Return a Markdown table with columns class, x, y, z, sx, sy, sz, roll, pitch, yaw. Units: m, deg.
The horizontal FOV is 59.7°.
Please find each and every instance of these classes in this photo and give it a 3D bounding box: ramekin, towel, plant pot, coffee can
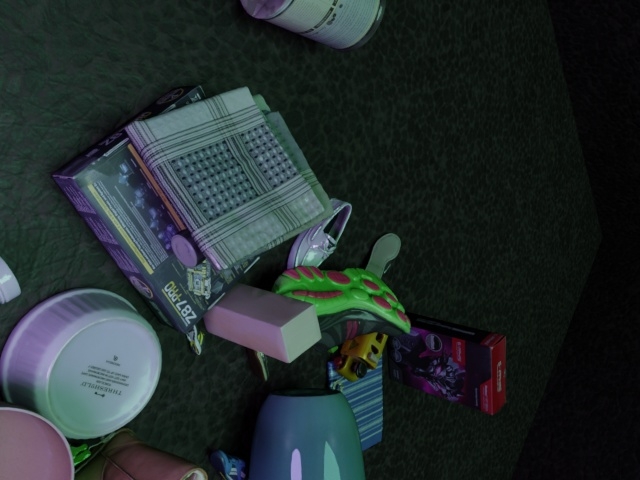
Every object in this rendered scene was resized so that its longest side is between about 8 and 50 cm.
| class | x | y | z | sx | sy | sz | roll | pitch | yaw |
| --- | --- | --- | --- | --- | --- | --- | --- | --- | --- |
| ramekin | -0.414 | 0.227 | 1.010 | 0.273 | 0.127 | 0.273 | -11 | 105 | -47 |
| towel | 0.105 | 0.500 | 1.709 | 0.243 | 0.040 | 0.336 | -10 | 102 | -45 |
| plant pot | -0.035 | 0.491 | 1.374 | 0.293 | 0.293 | 0.235 | 8 | 78 | -48 |
| towel | -0.147 | -0.131 | 1.052 | 0.324 | 0.056 | 0.312 | -30 | 86 | -42 |
| plant pot | -0.551 | 0.361 | 0.838 | 0.284 | 0.191 | 0.284 | -10 | 104 | -46 |
| coffee can | -0.014 | -0.557 | 1.245 | 0.275 | 0.201 | 0.202 | 0 | 97 | -48 |

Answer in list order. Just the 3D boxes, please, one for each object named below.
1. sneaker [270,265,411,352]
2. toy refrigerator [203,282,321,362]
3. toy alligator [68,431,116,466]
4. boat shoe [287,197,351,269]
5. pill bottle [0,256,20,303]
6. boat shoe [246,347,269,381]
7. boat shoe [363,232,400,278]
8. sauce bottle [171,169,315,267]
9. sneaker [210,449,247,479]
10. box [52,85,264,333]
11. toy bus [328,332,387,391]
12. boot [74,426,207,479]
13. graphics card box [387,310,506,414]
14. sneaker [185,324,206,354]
| class | x | y | z | sx | sy | sz | roll | pitch | yaw |
| --- | --- | --- | --- | --- | --- | --- | --- | --- | --- |
| sneaker | 0.046 | 0.188 | 1.474 | 0.482 | 0.185 | 0.202 | 15 | 127 | -37 |
| toy refrigerator | -0.134 | 0.172 | 1.201 | 0.102 | 0.269 | 0.094 | -31 | 120 | -41 |
| toy alligator | -0.475 | 0.407 | 1.038 | 0.051 | 0.056 | 0.189 | 47 | 53 | 5 |
| boat shoe | 0.000 | 0.000 | 1.453 | 0.095 | 0.084 | 0.258 | 40 | 69 | -45 |
| pill bottle | -0.562 | 0.095 | 0.835 | 0.186 | 0.112 | 0.112 | -37 | 123 | -38 |
| boat shoe | -0.147 | 0.274 | 1.366 | 0.049 | 0.056 | 0.152 | -29 | 118 | -35 |
| boat shoe | 0.177 | 0.063 | 1.696 | 0.206 | 0.075 | 0.065 | -57 | 176 | -31 |
| sauce bottle | -0.148 | -0.058 | 1.124 | 0.344 | 0.111 | 0.111 | -35 | 122 | -41 |
| sneaker | -0.219 | 0.539 | 1.342 | 0.059 | 0.053 | 0.144 | -45 | 136 | -32 |
| box | -0.280 | -0.060 | 1.128 | 0.318 | 0.097 | 0.395 | -50 | 131 | -32 |
| toy bus | 0.120 | 0.329 | 1.604 | 0.191 | 0.104 | 0.202 | -15 | 96 | -43 |
| boot | -0.362 | 0.468 | 1.006 | 0.236 | 0.269 | 0.089 | -57 | 131 | -25 |
| graphics card box | 0.382 | 0.368 | 1.732 | 0.094 | 0.371 | 0.233 | -25 | 116 | -43 |
| sneaker | -0.276 | 0.211 | 1.237 | 0.035 | 0.031 | 0.083 | -38 | 129 | -53 |
